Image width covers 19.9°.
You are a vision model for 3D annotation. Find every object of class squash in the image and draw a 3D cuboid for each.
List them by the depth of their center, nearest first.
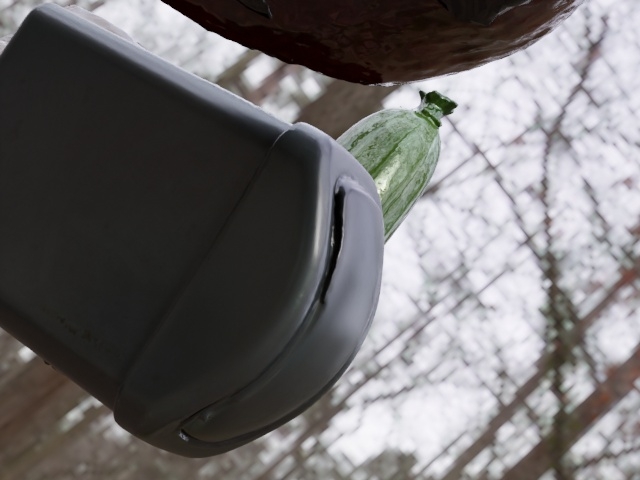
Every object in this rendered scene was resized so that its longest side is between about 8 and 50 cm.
[{"bbox_3d":[0.000,0.000,1.702,0.107,0.395,0.107,33,-22,16],"label":"squash"}]

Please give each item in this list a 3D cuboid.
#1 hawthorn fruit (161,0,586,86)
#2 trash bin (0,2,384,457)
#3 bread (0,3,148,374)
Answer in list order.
[{"bbox_3d":[0.021,-0.203,0.766,0.316,0.316,0.316,33,-36,29],"label":"hawthorn fruit"},{"bbox_3d":[-0.085,-0.002,0.940,0.236,0.176,0.101,31,-2,25],"label":"trash bin"},{"bbox_3d":[-0.193,-0.059,1.390,0.277,0.324,0.167,41,-72,1],"label":"bread"}]
